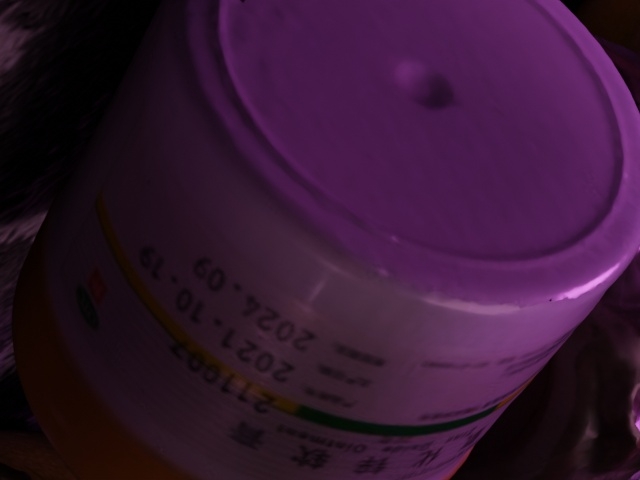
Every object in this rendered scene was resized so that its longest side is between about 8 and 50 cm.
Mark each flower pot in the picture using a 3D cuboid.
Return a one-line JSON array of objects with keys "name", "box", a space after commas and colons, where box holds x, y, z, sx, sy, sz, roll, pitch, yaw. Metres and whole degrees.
[{"name": "flower pot", "box": [0.129, 0.016, 1.139, 0.213, 0.302, 0.302, -30, 163, -51]}]

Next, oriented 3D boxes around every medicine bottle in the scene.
[{"name": "medicine bottle", "box": [0.000, 0.000, 0.882, 0.238, 0.238, 0.232, -26, 159, -40]}]

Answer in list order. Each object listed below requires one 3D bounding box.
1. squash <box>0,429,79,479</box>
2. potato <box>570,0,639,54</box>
[{"name": "squash", "box": [-0.169, 0.243, 1.142, 0.263, 0.263, 0.384, -41, 165, 8]}, {"name": "potato", "box": [0.223, -0.109, 1.279, 0.253, 0.148, 0.186, -51, -173, 16]}]
